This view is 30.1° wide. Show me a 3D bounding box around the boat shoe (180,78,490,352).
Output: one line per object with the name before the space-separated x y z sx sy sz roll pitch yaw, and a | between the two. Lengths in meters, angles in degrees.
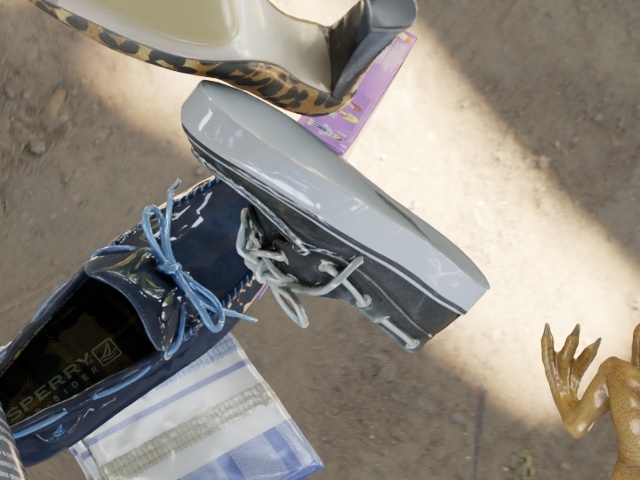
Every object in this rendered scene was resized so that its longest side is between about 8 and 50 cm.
boat shoe | -0.002 -0.002 0.842 0.105 0.113 0.306 -47 139 10

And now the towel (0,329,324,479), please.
towel | -0.158 0.163 1.177 0.209 0.034 0.285 -27 63 -28

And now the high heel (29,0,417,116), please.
high heel | -0.083 -0.133 0.829 0.261 0.186 0.093 3 76 -19

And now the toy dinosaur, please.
toy dinosaur | 0.124 0.071 0.445 0.064 0.112 0.211 24 98 -15

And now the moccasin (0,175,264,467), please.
moccasin | -0.146 0.065 0.968 0.138 0.117 0.342 41 74 5

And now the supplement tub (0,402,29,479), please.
supplement tub | -0.229 0.145 0.555 0.191 0.191 0.272 -18 62 -20

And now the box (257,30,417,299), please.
box | 0.001 -0.095 1.245 0.057 0.201 0.293 31 35 0

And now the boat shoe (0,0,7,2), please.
boat shoe | -0.208 -0.129 0.587 0.153 0.048 0.056 -10 92 8
